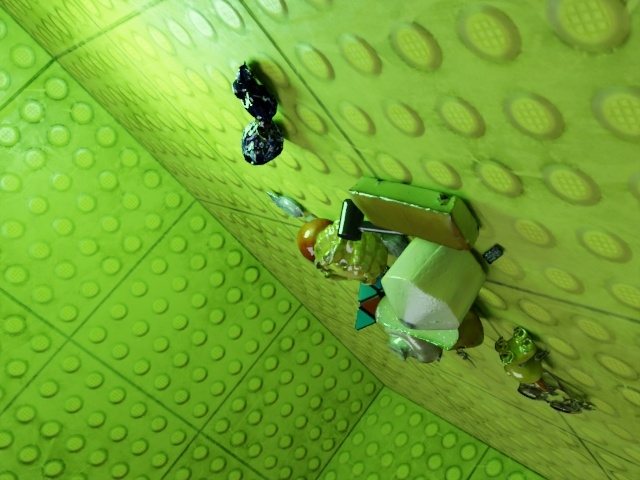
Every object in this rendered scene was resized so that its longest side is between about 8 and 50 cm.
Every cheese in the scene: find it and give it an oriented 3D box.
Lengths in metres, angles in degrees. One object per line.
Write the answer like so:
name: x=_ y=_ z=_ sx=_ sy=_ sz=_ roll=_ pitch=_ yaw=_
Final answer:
cheese: x=-0.125 y=-0.130 z=2.217 sx=0.191 sy=0.042 sz=0.105 roll=27 pitch=159 yaw=47

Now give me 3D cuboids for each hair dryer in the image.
hair dryer: x=0.163 y=-0.053 z=1.691 sx=0.248 sy=0.114 sz=0.070 roll=5 pitch=172 yaw=33

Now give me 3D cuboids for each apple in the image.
apple: x=0.339 y=0.229 z=1.860 sx=0.346 sy=0.179 sz=0.254 roll=13 pitch=156 yaw=47
apple: x=0.000 y=0.000 z=2.073 sx=0.163 sy=0.163 sz=0.139 roll=42 pitch=163 yaw=-9

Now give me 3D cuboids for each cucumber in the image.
cucumber: x=0.217 y=0.005 z=1.747 sx=0.064 sy=0.064 sz=0.112 roll=25 pitch=164 yaw=43

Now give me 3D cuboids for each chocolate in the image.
chocolate: x=-0.161 y=-0.333 z=1.598 sx=0.343 sy=0.126 sz=0.148 roll=92 pitch=164 yaw=-63

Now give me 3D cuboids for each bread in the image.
bread: x=0.225 y=-0.071 z=1.471 sx=0.361 sy=0.077 sz=0.138 roll=20 pitch=155 yaw=52

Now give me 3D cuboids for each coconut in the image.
coconut: x=0.287 y=0.124 z=1.570 sx=0.239 sy=0.244 sz=0.239 roll=37 pitch=166 yaw=11

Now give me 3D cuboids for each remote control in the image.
remote control: x=0.413 y=0.032 z=1.437 sx=0.034 sy=0.016 sz=0.091 roll=53 pitch=167 yaw=10

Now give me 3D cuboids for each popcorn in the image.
popcorn: x=0.096 y=0.036 z=1.895 sx=0.250 sy=0.190 sz=0.250 roll=21 pitch=146 yaw=16

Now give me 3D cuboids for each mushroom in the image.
mushroom: x=0.355 y=0.369 z=2.274 sx=0.255 sy=0.184 sz=0.255 roll=43 pitch=157 yaw=23

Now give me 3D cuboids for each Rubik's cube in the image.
Rubik's cube: x=0.227 y=0.134 z=2.096 sx=0.250 sy=0.284 sz=0.234 roll=-14 pitch=106 yaw=42

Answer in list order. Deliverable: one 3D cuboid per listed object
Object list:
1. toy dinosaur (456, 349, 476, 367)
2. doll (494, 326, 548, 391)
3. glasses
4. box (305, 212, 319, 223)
toy dinosaur: x=0.555 y=0.448 z=2.308 sx=0.113 sy=0.026 sz=0.041 roll=40 pitch=175 yaw=36
doll: x=0.601 y=0.352 z=1.768 sx=0.221 sy=0.135 sz=0.143 roll=43 pitch=-162 yaw=-36
glasses: x=0.728 y=0.464 z=1.887 sx=0.255 sy=0.095 sz=0.162 roll=24 pitch=-173 yaw=41
box: x=-0.021 y=-0.036 z=2.250 sx=0.055 sy=0.039 sz=0.218 roll=37 pitch=165 yaw=14
